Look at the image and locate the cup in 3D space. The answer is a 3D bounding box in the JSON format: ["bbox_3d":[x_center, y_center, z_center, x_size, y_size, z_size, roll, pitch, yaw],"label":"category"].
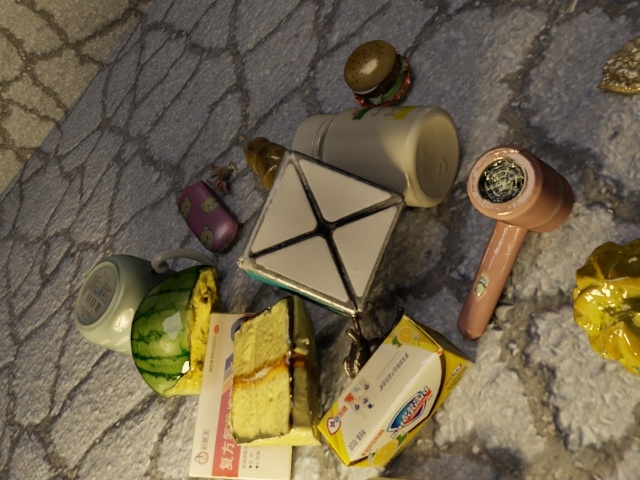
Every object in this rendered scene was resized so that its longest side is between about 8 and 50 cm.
[{"bbox_3d":[-0.454,0.150,1.391,0.357,0.274,0.259,-44,49,14],"label":"cup"}]

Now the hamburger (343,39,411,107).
[{"bbox_3d":[0.138,-0.421,1.303,0.175,0.137,0.175,-15,63,32],"label":"hamburger"}]

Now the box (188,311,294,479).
[{"bbox_3d":[-0.156,0.336,1.144,0.214,0.069,0.353,0,64,7],"label":"box"}]

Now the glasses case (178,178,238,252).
[{"bbox_3d":[-0.343,-0.078,1.553,0.123,0.076,0.316,-51,47,7],"label":"glasses case"}]

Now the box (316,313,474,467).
[{"bbox_3d":[0.137,0.278,0.934,0.265,0.168,0.097,-52,50,4],"label":"box"}]

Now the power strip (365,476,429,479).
[{"bbox_3d":[0.187,0.451,0.882,0.272,0.052,0.078,-14,60,34],"label":"power strip"}]

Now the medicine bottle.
[{"bbox_3d":[0.113,-0.193,1.156,0.340,0.208,0.208,12,77,41],"label":"medicine bottle"}]

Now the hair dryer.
[{"bbox_3d":[0.313,0.023,0.913,0.125,0.210,0.352,24,99,38],"label":"hair dryer"}]

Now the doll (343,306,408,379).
[{"bbox_3d":[0.111,0.221,1.022,0.139,0.165,0.057,-10,19,-6],"label":"doll"}]

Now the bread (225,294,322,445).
[{"bbox_3d":[-0.096,0.257,1.003,0.199,0.236,0.263,-3,65,-3],"label":"bread"}]

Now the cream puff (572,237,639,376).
[{"bbox_3d":[0.460,0.092,0.764,0.195,0.195,0.220,-26,51,26],"label":"cream puff"}]

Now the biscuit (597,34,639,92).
[{"bbox_3d":[0.649,-0.358,0.929,0.290,0.038,0.141,-41,50,17],"label":"biscuit"}]

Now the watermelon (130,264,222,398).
[{"bbox_3d":[-0.344,0.210,1.212,0.190,0.330,0.330,1,62,-5],"label":"watermelon"}]

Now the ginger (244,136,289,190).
[{"bbox_3d":[-0.125,-0.205,1.427,0.109,0.116,0.263,-18,40,-19],"label":"ginger"}]

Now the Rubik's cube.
[{"bbox_3d":[0.000,0.000,1.061,0.260,0.259,0.254,21,82,3],"label":"Rubik's cube"}]

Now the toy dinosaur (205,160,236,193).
[{"bbox_3d":[-0.312,-0.203,1.623,0.108,0.032,0.220,-50,37,12],"label":"toy dinosaur"}]
